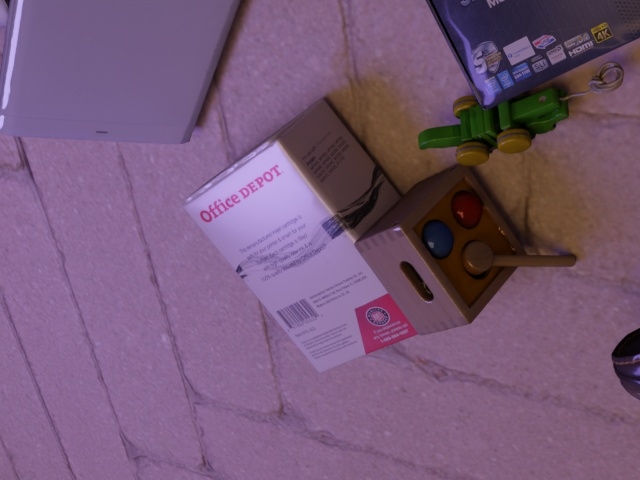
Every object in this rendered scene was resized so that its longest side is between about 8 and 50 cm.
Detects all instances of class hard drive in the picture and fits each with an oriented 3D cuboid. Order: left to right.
[{"bbox_3d":[-0.183,-0.213,0.849,0.308,0.203,0.040,-60,40,45],"label":"hard drive"}]

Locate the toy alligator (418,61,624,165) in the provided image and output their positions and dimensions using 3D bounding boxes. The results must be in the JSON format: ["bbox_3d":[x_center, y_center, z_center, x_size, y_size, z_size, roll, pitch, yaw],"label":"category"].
[{"bbox_3d":[0.174,-0.103,0.776,0.189,0.056,0.051,-16,157,33],"label":"toy alligator"}]

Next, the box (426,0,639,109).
[{"bbox_3d":[0.179,-0.223,0.655,0.232,0.059,0.183,-22,98,42],"label":"box"}]

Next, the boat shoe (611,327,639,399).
[{"bbox_3d":[0.365,0.008,0.687,0.355,0.132,0.130,-37,87,36],"label":"boat shoe"}]

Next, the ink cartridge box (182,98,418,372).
[{"bbox_3d":[0.000,0.000,0.930,0.172,0.100,0.237,-29,104,44],"label":"ink cartridge box"}]

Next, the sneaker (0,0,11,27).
[{"bbox_3d":[-0.516,-0.272,0.896,0.447,0.257,0.169,37,157,35],"label":"sneaker"}]

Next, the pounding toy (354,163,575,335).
[{"bbox_3d":[0.136,0.012,0.840,0.141,0.130,0.100,54,145,-9],"label":"pounding toy"}]
